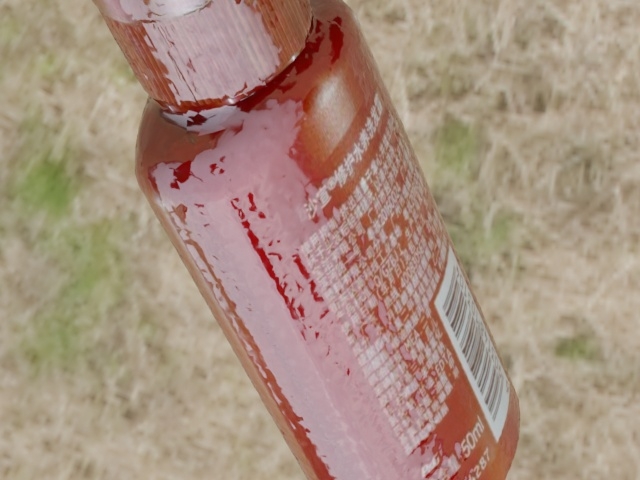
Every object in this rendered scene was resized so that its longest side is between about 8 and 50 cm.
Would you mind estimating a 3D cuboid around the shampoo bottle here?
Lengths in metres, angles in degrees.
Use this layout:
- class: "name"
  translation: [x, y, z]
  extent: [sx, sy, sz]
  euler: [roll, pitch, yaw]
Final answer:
- class: "shampoo bottle"
  translation: [0.000, 0.000, 0.683]
  extent: [0.076, 0.118, 0.314]
  euler: [12, 143, 37]
